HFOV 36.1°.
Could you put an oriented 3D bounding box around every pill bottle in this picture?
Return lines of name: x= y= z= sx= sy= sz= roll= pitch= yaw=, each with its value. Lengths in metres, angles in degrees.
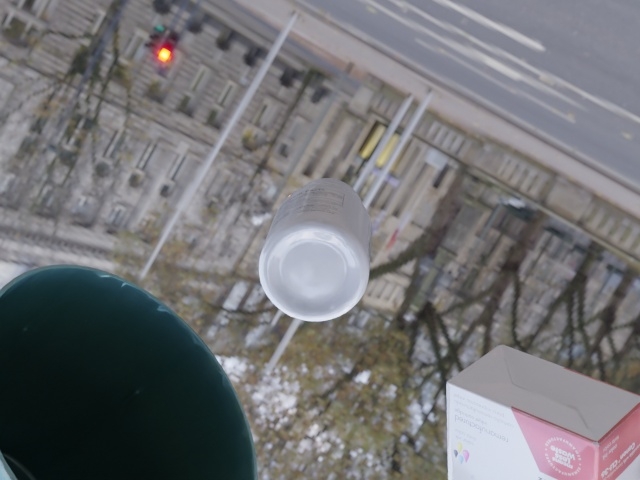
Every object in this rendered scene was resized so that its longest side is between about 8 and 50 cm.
pill bottle: x=0.000 y=0.000 z=1.243 sx=0.131 sy=0.131 sz=0.229 roll=29 pitch=-161 yaw=-6

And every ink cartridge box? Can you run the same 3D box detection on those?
ink cartridge box: x=0.151 y=0.185 z=0.673 sx=0.115 sy=0.198 sz=0.067 roll=18 pitch=-146 yaw=41

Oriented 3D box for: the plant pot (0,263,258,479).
plant pot: x=-0.241 y=0.206 z=0.874 sx=0.293 sy=0.235 sz=0.293 roll=38 pitch=-151 yaw=-26
